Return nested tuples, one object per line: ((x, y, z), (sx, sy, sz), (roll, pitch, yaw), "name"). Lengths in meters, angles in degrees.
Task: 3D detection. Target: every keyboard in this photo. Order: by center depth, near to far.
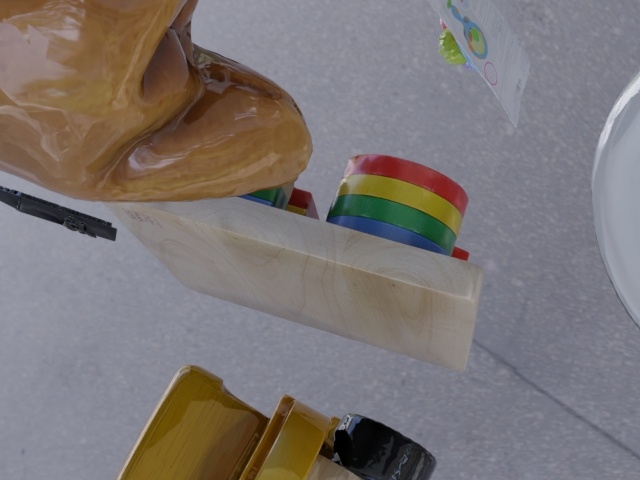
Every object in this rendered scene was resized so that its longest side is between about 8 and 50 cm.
((-0.308, -0.032, 1.160), (0.108, 0.180, 0.023), (24, 90, 26), "keyboard")

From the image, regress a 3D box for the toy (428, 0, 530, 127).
((0.161, -0.251, 1.141), (0.056, 0.237, 0.137), (-15, 38, 35), "toy")

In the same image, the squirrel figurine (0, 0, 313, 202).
((-0.135, -0.221, 0.364), (0.281, 0.397, 0.370), (61, 138, 25), "squirrel figurine")

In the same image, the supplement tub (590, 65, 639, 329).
((0.334, -0.039, 0.568), (0.207, 0.338, 0.207), (18, 113, 48), "supplement tub")

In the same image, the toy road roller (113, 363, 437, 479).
((-0.060, 0.237, 0.920), (0.240, 0.329, 0.202), (30, 71, 0), "toy road roller")

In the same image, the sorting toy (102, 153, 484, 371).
((0.000, 0.000, 0.739), (0.255, 0.257, 0.089), (16, 75, 11), "sorting toy")
